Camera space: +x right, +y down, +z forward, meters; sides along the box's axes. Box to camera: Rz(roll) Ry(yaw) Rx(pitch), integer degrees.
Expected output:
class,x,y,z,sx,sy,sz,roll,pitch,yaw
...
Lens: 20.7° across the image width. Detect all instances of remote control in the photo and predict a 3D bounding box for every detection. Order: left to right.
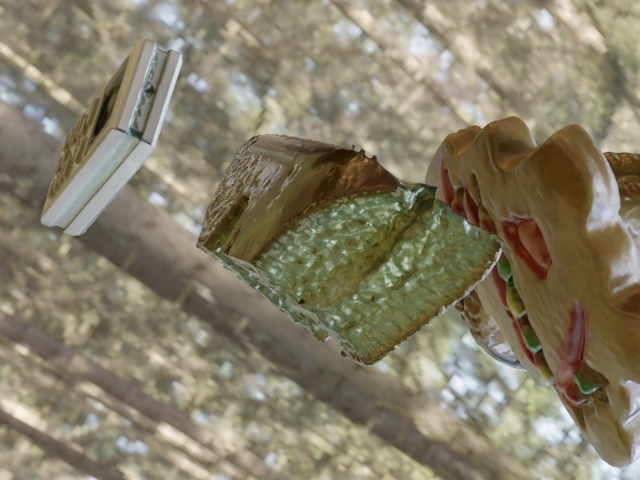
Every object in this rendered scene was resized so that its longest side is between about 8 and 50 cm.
class,x,y,z,sx,sy,sz,roll,pitch,yaw
remote control,-0.213,-0.097,1.737,0.277,0.055,0.103,-39,-147,61

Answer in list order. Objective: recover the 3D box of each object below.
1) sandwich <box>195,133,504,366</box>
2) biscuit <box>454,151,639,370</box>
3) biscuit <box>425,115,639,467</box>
class,x,y,z,sx,sy,sz,roll,pitch,yaw
sandwich,0.000,0.000,0.885,0.088,0.090,0.244,-58,-162,-2
biscuit,0.211,0.024,1.375,0.220,0.220,0.066,-35,-136,18
biscuit,0.116,0.013,0.970,0.041,0.212,0.238,-27,-148,-15
